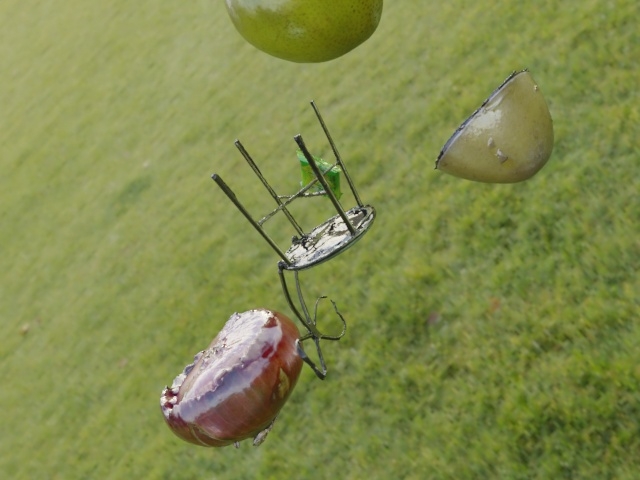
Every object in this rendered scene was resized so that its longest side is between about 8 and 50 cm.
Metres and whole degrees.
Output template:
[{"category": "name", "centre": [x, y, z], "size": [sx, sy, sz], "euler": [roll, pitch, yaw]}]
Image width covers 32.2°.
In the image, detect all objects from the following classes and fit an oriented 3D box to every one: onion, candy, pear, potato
[{"category": "onion", "centre": [-0.125, 0.210, 1.660], "size": [0.248, 0.161, 0.248], "euler": [-34, 34, 27]}, {"category": "candy", "centre": [-0.002, -0.135, 2.330], "size": [0.178, 0.102, 0.032], "euler": [86, -152, -71]}, {"category": "pear", "centre": [-0.031, -0.432, 1.869], "size": [0.294, 0.294, 0.294], "euler": [-35, 27, 22]}, {"category": "potato", "centre": [0.266, -0.137, 1.572], "size": [0.182, 0.117, 0.202], "euler": [-51, -11, 29]}]

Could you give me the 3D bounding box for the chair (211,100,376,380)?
[{"category": "chair", "centre": [0.000, 0.000, 1.474], "size": [0.170, 0.325, 0.160], "euler": [-25, 18, 19]}]
